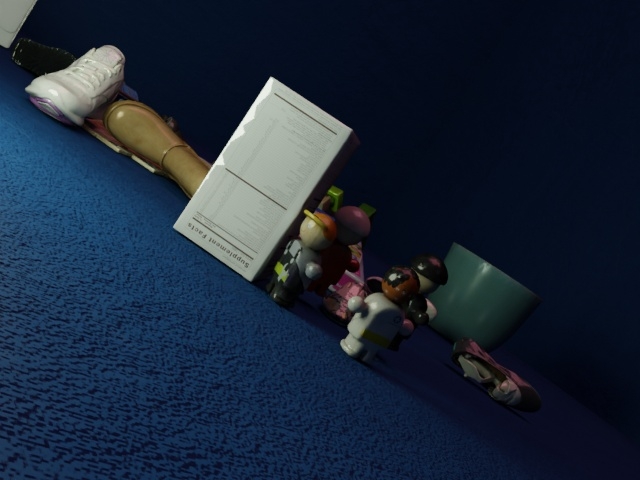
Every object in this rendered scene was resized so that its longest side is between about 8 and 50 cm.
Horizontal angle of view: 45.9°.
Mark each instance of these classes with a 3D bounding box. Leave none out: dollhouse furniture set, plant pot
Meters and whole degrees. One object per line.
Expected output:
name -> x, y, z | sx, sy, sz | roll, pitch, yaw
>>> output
dollhouse furniture set -> -0.015, -0.011, 1.965 | 0.198, 0.151, 0.301 | 29, 34, 15
plant pot -> 0.433, 0.182, 2.120 | 0.293, 0.235, 0.293 | 33, 4, -2

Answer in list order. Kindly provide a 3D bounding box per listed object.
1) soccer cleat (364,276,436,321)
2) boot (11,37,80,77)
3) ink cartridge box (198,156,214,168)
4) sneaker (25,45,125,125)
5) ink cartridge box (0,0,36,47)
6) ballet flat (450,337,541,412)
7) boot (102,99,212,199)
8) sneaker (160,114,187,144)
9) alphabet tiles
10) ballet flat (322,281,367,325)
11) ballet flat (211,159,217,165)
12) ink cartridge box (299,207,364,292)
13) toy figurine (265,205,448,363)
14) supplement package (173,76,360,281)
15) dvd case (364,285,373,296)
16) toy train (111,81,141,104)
soccer cleat -> 0.193, 0.148, 1.866 | 0.196, 0.068, 0.076 | 27, 6, 23
boot -> -0.598, -0.398, 1.836 | 0.247, 0.094, 0.207 | 28, 5, 25
ink cartridge box -> -0.225, -0.136, 2.059 | 0.223, 0.045, 0.224 | 36, 4, 41
sneaker -> -0.435, -0.294, 1.371 | 0.114, 0.152, 0.305 | 33, 11, -9
ink cartridge box -> -0.891, -0.664, 1.971 | 0.198, 0.197, 0.270 | 29, 6, -46
ballet flat -> 0.335, 0.272, 1.472 | 0.203, 0.074, 0.074 | 41, 5, 16
boot -> -0.262, -0.144, 1.400 | 0.236, 0.089, 0.269 | 30, 9, -44
sneaker -> -0.384, -0.238, 1.836 | 0.106, 0.101, 0.267 | 59, -9, -20
alphabet tiles -> -0.413, -0.206, 1.587 | 0.285, 0.011, 0.342 | 34, 3, 10
ballet flat -> 0.045, 0.094, 1.217 | 0.070, 0.070, 0.188 | 34, 4, 4
ballet flat -> -0.257, -0.203, 2.263 | 0.248, 0.086, 0.086 | 35, 4, 36
ink cartridge box -> 0.000, 0.000, 1.575 | 0.186, 0.065, 0.311 | 33, 16, -10
toy figurine -> 0.054, 0.050, 1.034 | 0.213, 0.148, 0.209 | 36, 12, 17
supplement package -> -0.071, -0.080, 1.059 | 0.139, 0.244, 0.134 | 35, 4, 6
dvd case -> 0.062, 0.098, 1.684 | 0.221, 0.018, 0.164 | 32, 5, -39
toy train -> -0.474, -0.325, 1.791 | 0.184, 0.080, 0.105 | 23, 54, -77
